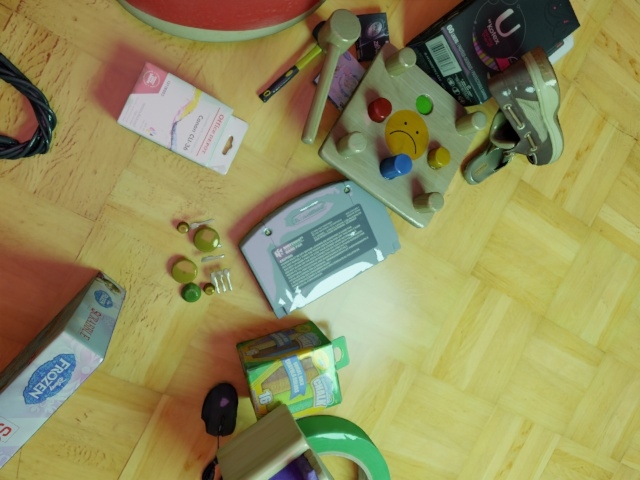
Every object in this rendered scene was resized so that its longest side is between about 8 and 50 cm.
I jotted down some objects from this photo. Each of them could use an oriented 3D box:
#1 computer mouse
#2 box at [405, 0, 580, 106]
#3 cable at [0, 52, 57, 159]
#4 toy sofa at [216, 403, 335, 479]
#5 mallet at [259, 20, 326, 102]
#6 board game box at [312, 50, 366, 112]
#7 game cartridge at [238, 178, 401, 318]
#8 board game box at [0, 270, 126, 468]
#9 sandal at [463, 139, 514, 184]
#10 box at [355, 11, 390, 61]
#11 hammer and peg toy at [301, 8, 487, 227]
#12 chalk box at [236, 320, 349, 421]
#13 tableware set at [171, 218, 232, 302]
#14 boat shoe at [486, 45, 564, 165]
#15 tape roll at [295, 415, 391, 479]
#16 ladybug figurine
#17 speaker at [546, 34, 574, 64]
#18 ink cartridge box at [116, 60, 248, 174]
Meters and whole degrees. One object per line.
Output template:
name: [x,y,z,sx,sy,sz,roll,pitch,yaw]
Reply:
computer mouse: [-0.205,0.403,0.936,0.071,0.041,0.242,3,99,-19]
box: [0.335,-0.402,0.917,0.270,0.143,0.165,-40,109,-8]
cable: [-0.514,-0.203,0.735,0.150,0.047,0.184,-44,109,-6]
toy sofa: [-0.023,0.488,0.825,0.150,0.177,0.362,-32,118,-10]
mallet: [-0.032,-0.319,0.869,0.062,0.039,0.190,41,90,4]
board game box: [0.045,-0.308,0.907,0.090,0.020,0.090,43,84,-19]
game cartridge: [0.000,0.000,0.928,0.297,0.062,0.198,-28,102,-11]
board game box: [-0.434,0.214,0.687,0.318,0.318,0.066,-47,109,-4]
sandal: [0.387,-0.187,1.017,0.180,0.049,0.072,-43,109,-11]
box: [0.100,-0.396,0.910,0.067,0.018,0.083,-12,102,-15]
hammer and peg toy: [0.108,-0.214,0.852,0.361,0.127,0.266,33,79,-18]
chalk box: [-0.040,0.251,0.914,0.213,0.132,0.132,-15,104,-14]
tableware set: [-0.231,0.038,0.879,0.104,0.024,0.154,-15,104,-11]
boat shoe: [0.385,-0.228,0.901,0.123,0.342,0.123,-23,68,20]
tape roll: [-0.008,0.542,1.002,0.321,0.077,0.321,-3,99,-17]
ladybug figurine: [-0.142,-0.489,0.743,0.449,0.162,0.305,-22,105,-13]
speaker: [0.480,-0.396,1.011,0.136,0.055,0.055,-39,108,-7]
ink cartridge box: [-0.230,-0.205,0.813,0.198,0.067,0.115,25,90,-20]
